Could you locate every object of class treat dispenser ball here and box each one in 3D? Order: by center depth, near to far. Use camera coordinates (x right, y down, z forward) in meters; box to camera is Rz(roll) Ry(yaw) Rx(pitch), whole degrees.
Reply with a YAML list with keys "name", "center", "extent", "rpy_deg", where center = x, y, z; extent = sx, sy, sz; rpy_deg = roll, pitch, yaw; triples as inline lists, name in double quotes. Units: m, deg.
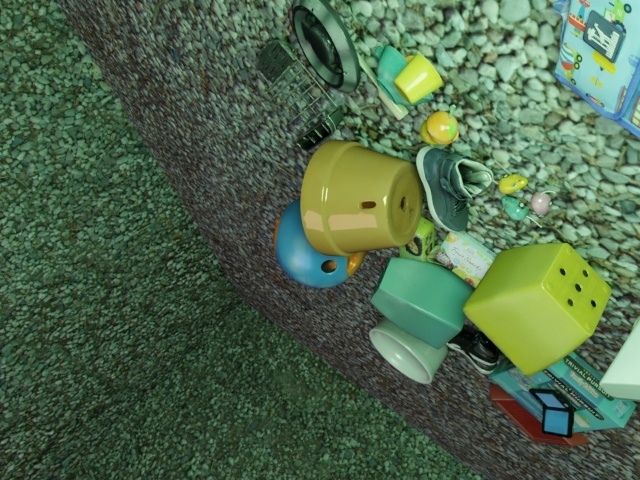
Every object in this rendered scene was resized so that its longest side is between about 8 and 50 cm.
- name: "treat dispenser ball"
  center: [0.000, 0.000, 1.694]
  extent: [0.288, 0.288, 0.288]
  rpy_deg: [38, 159, 18]

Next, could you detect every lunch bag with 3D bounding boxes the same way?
- name: "lunch bag"
  center: [0.420, -0.253, 0.691]
  extent: [0.293, 0.138, 0.221]
  rpy_deg: [46, 165, 35]

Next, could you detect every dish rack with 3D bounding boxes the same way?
- name: "dish rack"
  center: [-0.068, -0.370, 1.426]
  extent: [0.271, 0.074, 0.208]
  rpy_deg: [49, 158, -11]

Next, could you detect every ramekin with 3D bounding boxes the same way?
- name: "ramekin"
  center: [0.322, 0.371, 2.012]
  extent: [0.277, 0.135, 0.277]
  rpy_deg: [38, 159, 17]

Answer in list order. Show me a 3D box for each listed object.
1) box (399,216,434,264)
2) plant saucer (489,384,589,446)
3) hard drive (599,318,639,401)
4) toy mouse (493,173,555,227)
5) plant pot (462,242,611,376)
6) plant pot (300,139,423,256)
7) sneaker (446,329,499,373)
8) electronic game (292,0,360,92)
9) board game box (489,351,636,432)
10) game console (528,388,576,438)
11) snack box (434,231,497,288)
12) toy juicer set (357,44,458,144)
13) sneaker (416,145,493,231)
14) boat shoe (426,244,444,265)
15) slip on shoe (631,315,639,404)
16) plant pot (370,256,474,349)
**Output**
- name: "box"
  center: [0.267, 0.021, 1.558]
  extent: [0.087, 0.058, 0.232]
  rpy_deg: [32, 157, 30]
- name: "plant saucer"
  center: [0.692, 0.575, 1.826]
  extent: [0.259, 0.048, 0.258]
  rpy_deg: [45, 160, 1]
- name: "hard drive"
  center: [0.557, 0.103, 0.803]
  extent: [0.040, 0.307, 0.203]
  rpy_deg: [45, 160, -4]
- name: "toy mouse"
  center: [0.415, -0.070, 1.139]
  extent: [0.161, 0.031, 0.143]
  rpy_deg: [11, 141, 56]
- name: "plant pot"
  center: [0.473, 0.126, 1.185]
  extent: [0.212, 0.212, 0.187]
  rpy_deg: [45, 147, -1]
- name: "plant pot"
  center: [0.115, -0.097, 1.353]
  extent: [0.203, 0.291, 0.291]
  rpy_deg: [7, 140, 34]
- name: "sneaker"
  center: [0.460, 0.297, 1.718]
  extent: [0.217, 0.079, 0.121]
  rpy_deg: [40, 144, 31]
- name: "electronic game"
  center: [0.011, -0.417, 1.186]
  extent: [0.229, 0.048, 0.229]
  rpy_deg: [53, 169, 14]
- name: "board game box"
  center: [0.649, 0.411, 1.547]
  extent: [0.253, 0.079, 0.336]
  rpy_deg: [41, 159, 10]
- name: "game console"
  center: [0.610, 0.456, 1.490]
  extent: [0.107, 0.071, 0.122]
  rpy_deg: [46, 159, -3]
- name: "snack box"
  center: [0.367, 0.045, 1.397]
  extent: [0.141, 0.037, 0.100]
  rpy_deg: [38, 134, 18]
- name: "toy juicer set"
  center: [0.182, -0.292, 1.097]
  extent: [0.209, 0.089, 0.329]
  rpy_deg: [47, -173, -30]
- name: "sneaker"
  center: [0.306, -0.093, 1.211]
  extent: [0.163, 0.086, 0.226]
  rpy_deg: [26, 152, 56]
- name: "boat shoe"
  center: [0.352, 0.058, 1.480]
  extent: [0.153, 0.048, 0.056]
  rpy_deg: [27, 154, 39]
- name: "slip on shoe"
  center: [0.684, 0.266, 1.163]
  extent: [0.101, 0.123, 0.331]
  rpy_deg: [24, 156, 52]
- name: "plant pot"
  center: [0.269, 0.156, 1.541]
  extent: [0.234, 0.166, 0.166]
  rpy_deg: [25, 149, 3]
